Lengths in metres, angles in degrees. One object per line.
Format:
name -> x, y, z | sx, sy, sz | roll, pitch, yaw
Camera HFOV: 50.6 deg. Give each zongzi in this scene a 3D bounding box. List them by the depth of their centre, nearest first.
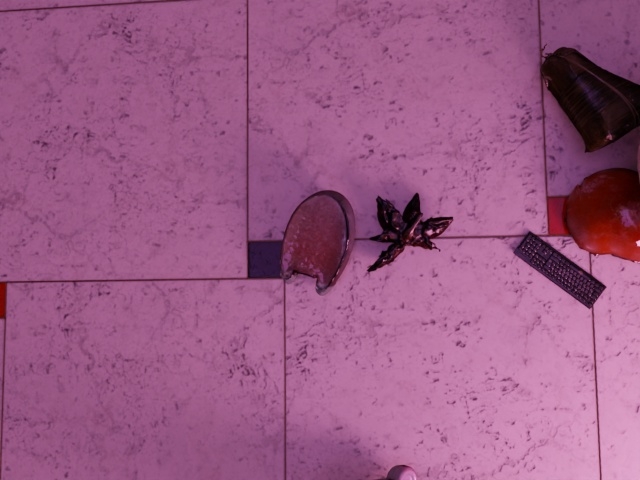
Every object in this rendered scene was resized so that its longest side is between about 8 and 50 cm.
zongzi -> 0.609, -0.337, 1.435 | 0.241, 0.111, 0.248 | -26, 76, -14

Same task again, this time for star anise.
star anise -> 0.180, -0.032, 1.468 | 0.212, 0.053, 0.157 | -19, 84, 7

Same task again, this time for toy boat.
toy boat -> 0.000, 0.000, 1.484 | 0.155, 0.085, 0.227 | 19, 99, 16

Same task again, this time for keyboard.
keyboard -> 0.510, 0.063, 1.443 | 0.198, 0.010, 0.064 | 37, 88, 8

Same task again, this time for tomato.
tomato -> 0.634, -0.061, 1.392 | 0.228, 0.112, 0.199 | 7, 84, 4

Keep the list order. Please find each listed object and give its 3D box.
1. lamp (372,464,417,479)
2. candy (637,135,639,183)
lamp -> 0.076, 0.586, 1.323 | 0.247, 0.301, 0.247 | -13, 79, 47
candy -> 0.762, -0.167, 1.316 | 0.386, 0.186, 0.427 | 26, 74, -16
